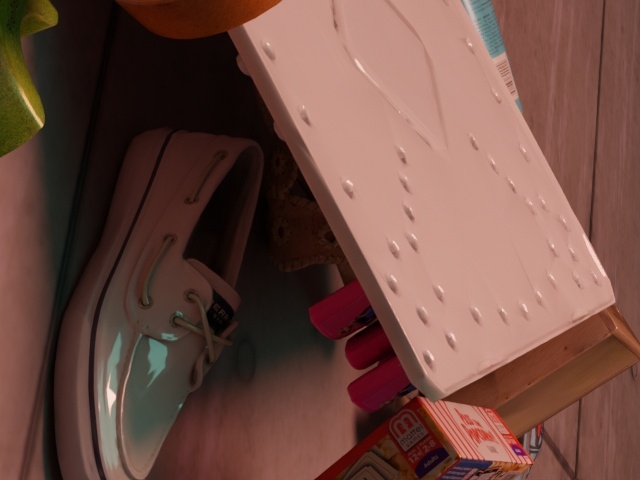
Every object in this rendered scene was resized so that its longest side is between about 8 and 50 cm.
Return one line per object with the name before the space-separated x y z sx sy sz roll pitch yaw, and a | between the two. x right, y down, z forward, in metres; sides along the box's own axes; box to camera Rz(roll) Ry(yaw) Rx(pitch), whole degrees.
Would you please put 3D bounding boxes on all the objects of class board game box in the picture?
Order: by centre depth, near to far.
board game box | 0.017 0.168 1.116 0.045 0.193 0.147 53 12 19
board game box | 0.020 -0.103 1.156 0.390 0.050 0.390 62 21 5

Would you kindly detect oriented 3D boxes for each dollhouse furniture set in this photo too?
dollhouse furniture set | 0.099 0.020 1.437 0.242 0.161 0.212 60 11 24

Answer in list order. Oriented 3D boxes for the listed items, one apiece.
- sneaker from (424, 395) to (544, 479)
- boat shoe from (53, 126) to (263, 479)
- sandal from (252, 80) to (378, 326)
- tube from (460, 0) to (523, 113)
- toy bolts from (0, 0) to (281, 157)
sneaker | 0.134 0.119 1.569 0.125 0.104 0.262 79 26 -51
boat shoe | -0.080 0.032 1.033 0.083 0.076 0.226 54 38 -53
sandal | 0.005 0.001 1.251 0.079 0.088 0.240 -52 133 -29
tube | 0.119 -0.197 1.628 0.080 0.052 0.207 -48 126 -68
toy bolts | -0.126 -0.176 0.822 0.228 0.218 0.158 -97 162 -49
